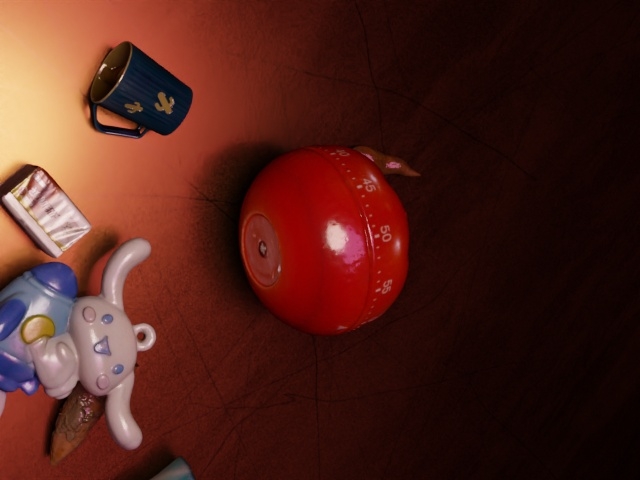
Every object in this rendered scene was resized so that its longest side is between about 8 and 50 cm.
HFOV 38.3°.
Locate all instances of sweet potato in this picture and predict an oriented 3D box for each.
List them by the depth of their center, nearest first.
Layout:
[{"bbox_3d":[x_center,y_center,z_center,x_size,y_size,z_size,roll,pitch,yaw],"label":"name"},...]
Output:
[{"bbox_3d":[0.145,-0.172,2.069,0.195,0.056,0.056,13,91,-22],"label":"sweet potato"}]

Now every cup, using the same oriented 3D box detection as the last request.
[{"bbox_3d":[-0.346,-0.266,1.747,0.155,0.131,0.176,28,113,-34],"label":"cup"}]

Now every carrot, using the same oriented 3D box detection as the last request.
[{"bbox_3d":[-0.453,0.321,1.789,0.102,0.102,0.263,34,84,-29],"label":"carrot"}]

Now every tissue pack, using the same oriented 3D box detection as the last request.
[{"bbox_3d":[-0.509,-0.056,1.686,0.099,0.106,0.149,-44,117,-17],"label":"tissue pack"}]

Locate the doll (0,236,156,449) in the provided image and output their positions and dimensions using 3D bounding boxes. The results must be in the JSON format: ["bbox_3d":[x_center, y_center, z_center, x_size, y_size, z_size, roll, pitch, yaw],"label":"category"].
[{"bbox_3d":[-0.476,0.179,1.650,0.365,0.187,0.376,2,64,-19],"label":"doll"}]

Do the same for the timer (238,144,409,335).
[{"bbox_3d":[0.000,0.000,1.828,0.279,0.378,0.378,-12,103,-30],"label":"timer"}]

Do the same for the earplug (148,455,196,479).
[{"bbox_3d":[-0.387,0.581,1.830,0.324,0.185,0.185,-22,108,-19],"label":"earplug"}]
